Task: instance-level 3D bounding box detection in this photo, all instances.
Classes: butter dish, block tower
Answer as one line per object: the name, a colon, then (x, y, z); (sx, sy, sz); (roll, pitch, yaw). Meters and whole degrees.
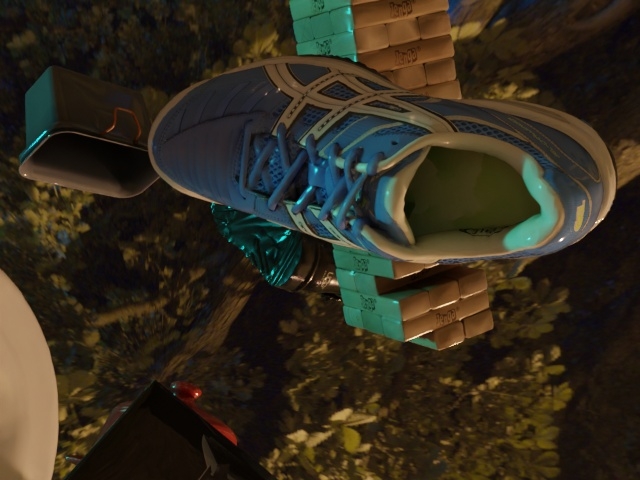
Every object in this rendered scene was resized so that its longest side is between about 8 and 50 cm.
butter dish: (-0.158, 0.209, 0.912); (0.160, 0.160, 0.118); (7, -104, 28)
block tower: (0.053, -0.082, 0.669); (0.091, 0.097, 0.335); (-18, -77, -28)

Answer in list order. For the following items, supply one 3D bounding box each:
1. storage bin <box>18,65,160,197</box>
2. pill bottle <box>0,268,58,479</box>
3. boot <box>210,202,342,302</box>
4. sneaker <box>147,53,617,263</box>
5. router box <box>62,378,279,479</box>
storage bin: (-0.220, -0.111, 0.828); (0.135, 0.098, 0.091); (10, -125, -46)
pill bottle: (-0.314, 0.103, 0.432); (0.318, 0.176, 0.176); (-8, -99, 17)
boot: (0.000, 0.000, 0.984); (0.207, 0.246, 0.094); (21, -71, -39)
sneaker: (0.017, -0.036, 0.366); (0.211, 0.081, 0.080); (6, -74, 18)
router box: (-0.080, 0.287, 0.607); (0.309, 0.081, 0.243); (40, -138, 0)
